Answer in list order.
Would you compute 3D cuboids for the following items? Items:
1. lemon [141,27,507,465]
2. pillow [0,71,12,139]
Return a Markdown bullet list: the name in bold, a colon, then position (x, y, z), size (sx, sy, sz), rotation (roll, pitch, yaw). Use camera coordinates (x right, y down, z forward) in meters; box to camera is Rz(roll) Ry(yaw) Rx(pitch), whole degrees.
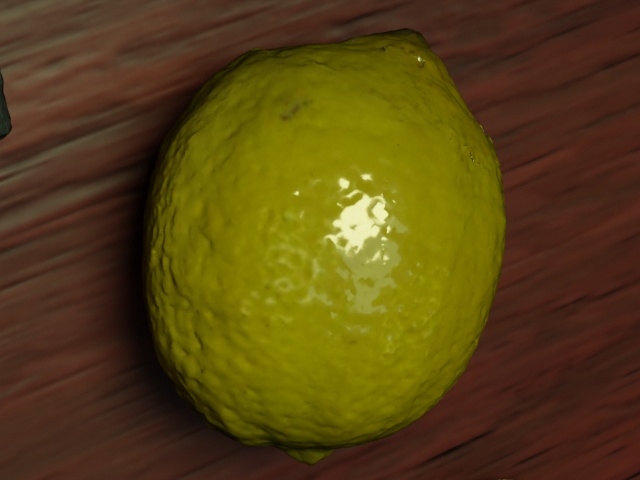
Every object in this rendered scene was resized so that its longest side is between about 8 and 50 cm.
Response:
- **lemon**: position (0.000, 0.002, 0.825), size (0.180, 0.180, 0.193), rotation (-7, 125, -21)
- **pillow**: position (-0.225, -0.129, 0.747), size (0.161, 0.092, 0.335), rotation (-12, 105, -15)
